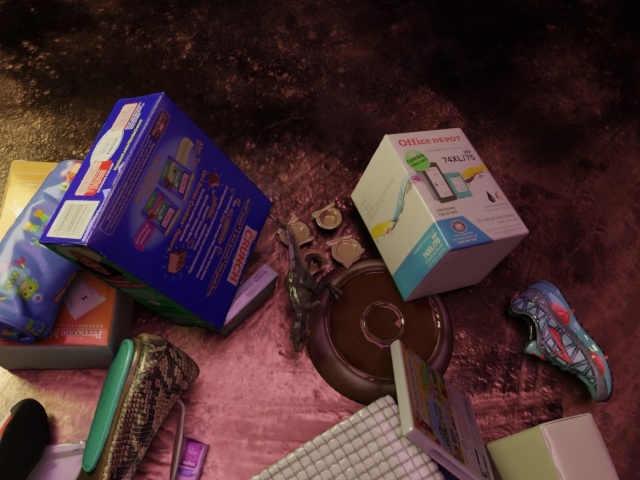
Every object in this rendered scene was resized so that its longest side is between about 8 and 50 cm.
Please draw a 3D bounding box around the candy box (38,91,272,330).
[{"bbox_3d":[-0.245,-0.034,0.941,0.122,0.317,0.268,3,62,34],"label":"candy box"}]

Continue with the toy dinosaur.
[{"bbox_3d":[-0.026,0.070,1.080,0.118,0.064,0.268,1,72,-43],"label":"toy dinosaur"}]

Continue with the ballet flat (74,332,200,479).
[{"bbox_3d":[-0.325,0.392,0.890,0.182,0.164,0.483,33,71,-27],"label":"ballet flat"}]

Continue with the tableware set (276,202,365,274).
[{"bbox_3d":[0.000,0.000,1.191,0.141,0.020,0.169,-26,61,-15],"label":"tableware set"}]

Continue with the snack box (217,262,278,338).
[{"bbox_3d":[-0.143,0.116,1.084,0.037,0.100,0.141,41,66,11],"label":"snack box"}]

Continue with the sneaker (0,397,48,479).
[{"bbox_3d":[-0.532,0.385,0.888,0.144,0.090,0.270,-19,47,16],"label":"sneaker"}]

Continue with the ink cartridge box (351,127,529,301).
[{"bbox_3d":[0.225,-0.056,1.139,0.198,0.197,0.270,-11,60,-27],"label":"ink cartridge box"}]

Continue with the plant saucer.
[{"bbox_3d":[0.122,0.168,1.130,0.310,0.050,0.311,4,63,-8],"label":"plant saucer"}]

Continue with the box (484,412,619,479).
[{"bbox_3d":[0.355,0.371,0.940,0.094,0.275,0.113,-8,66,-14],"label":"box"}]

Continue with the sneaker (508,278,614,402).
[{"bbox_3d":[0.474,0.215,1.149,0.125,0.104,0.262,-27,66,-1],"label":"sneaker"}]

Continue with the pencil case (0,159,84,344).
[{"bbox_3d":[-0.422,0.014,0.893,0.133,0.119,0.306,28,62,-11],"label":"pencil case"}]

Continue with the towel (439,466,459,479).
[{"bbox_3d":[0.207,0.587,0.954,0.243,0.040,0.336,-23,72,-20],"label":"towel"}]

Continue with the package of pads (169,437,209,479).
[{"bbox_3d":[-0.226,0.386,0.981,0.050,0.032,0.083,16,63,-4],"label":"package of pads"}]

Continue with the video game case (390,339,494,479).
[{"bbox_3d":[0.205,0.300,0.974,0.206,0.026,0.227,41,21,-17],"label":"video game case"}]

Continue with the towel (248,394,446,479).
[{"bbox_3d":[0.060,0.419,0.911,0.283,0.121,0.235,-33,68,0],"label":"towel"}]

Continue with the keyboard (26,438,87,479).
[{"bbox_3d":[-0.516,0.389,0.949,0.255,0.014,0.072,-6,71,-11],"label":"keyboard"}]

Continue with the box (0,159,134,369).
[{"bbox_3d":[-0.455,0.046,1.033,0.214,0.168,0.346,1,65,-8],"label":"box"}]
